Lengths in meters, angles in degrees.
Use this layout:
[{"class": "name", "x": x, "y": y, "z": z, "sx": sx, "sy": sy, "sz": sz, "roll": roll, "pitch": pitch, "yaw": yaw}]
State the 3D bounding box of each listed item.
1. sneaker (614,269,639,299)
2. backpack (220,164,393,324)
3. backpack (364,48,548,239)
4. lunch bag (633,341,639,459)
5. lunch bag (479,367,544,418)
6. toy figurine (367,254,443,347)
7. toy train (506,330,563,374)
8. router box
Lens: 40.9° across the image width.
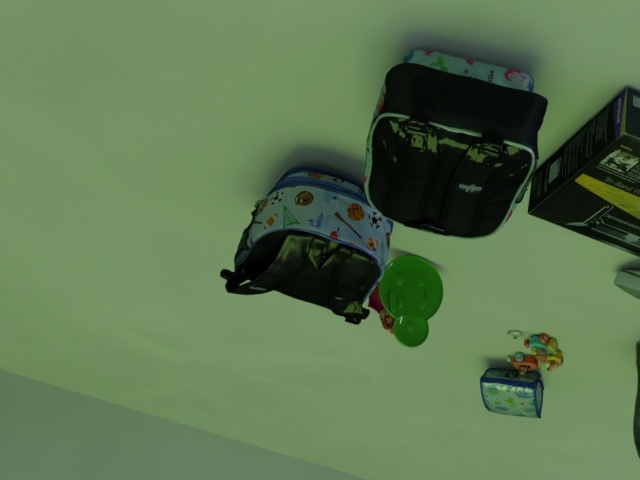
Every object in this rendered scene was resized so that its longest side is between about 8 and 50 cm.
[{"class": "sneaker", "x": 0.611, "y": 0.071, "z": 1.412, "sx": 0.094, "sy": 0.091, "sz": 0.258, "roll": 32, "pitch": 168, "yaw": -38}, {"class": "backpack", "x": 0.000, "y": 0.000, "z": 1.436, "sx": 0.276, "sy": 0.213, "sz": 0.263, "roll": 15, "pitch": 160, "yaw": -13}, {"class": "backpack", "x": 0.172, "y": -0.120, "z": 1.158, "sx": 0.225, "sy": 0.191, "sz": 0.254, "roll": 14, "pitch": 144, "yaw": 6}, {"class": "lunch bag", "x": 0.717, "y": 0.368, "z": 1.677, "sx": 0.168, "sy": 0.287, "sz": 0.235, "roll": -8, "pitch": 143, "yaw": 36}, {"class": "lunch bag", "x": 0.438, "y": 0.343, "z": 1.961, "sx": 0.128, "sy": 0.096, "sz": 0.151, "roll": 2, "pitch": 159, "yaw": 22}, {"class": "toy figurine", "x": 0.148, "y": 0.127, "z": 1.668, "sx": 0.130, "sy": 0.173, "sz": 0.159, "roll": 3, "pitch": 168, "yaw": -16}, {"class": "toy train", "x": 0.453, "y": 0.251, "z": 1.841, "sx": 0.125, "sy": 0.046, "sz": 0.166, "roll": 2, "pitch": 149, "yaw": 22}, {"class": "router box", "x": 0.491, "y": -0.068, "z": 1.218, "sx": 0.308, "sy": 0.081, "sz": 0.243, "roll": 20, "pitch": 151, "yaw": -10}]
